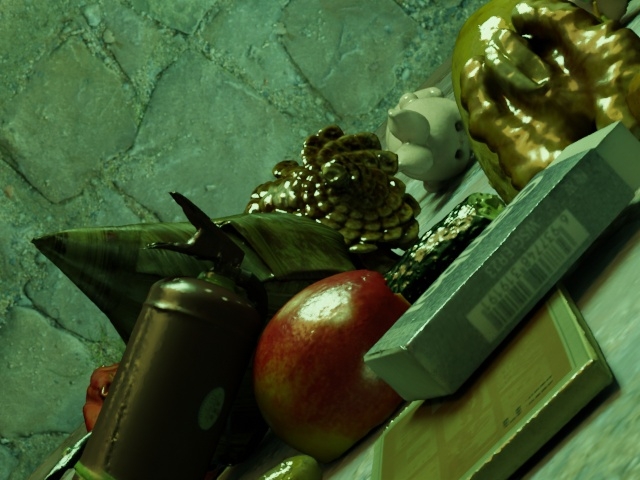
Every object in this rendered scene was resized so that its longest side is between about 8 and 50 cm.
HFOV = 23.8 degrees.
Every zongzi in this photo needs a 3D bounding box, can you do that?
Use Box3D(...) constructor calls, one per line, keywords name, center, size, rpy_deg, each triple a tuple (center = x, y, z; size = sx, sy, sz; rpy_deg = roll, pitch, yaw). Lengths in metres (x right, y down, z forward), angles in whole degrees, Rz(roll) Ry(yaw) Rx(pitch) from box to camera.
Box3D(name="zongzi", center=(-0.145, 0.086, 1.321), size=(0.300, 0.138, 0.286), rpy_deg=(4, -46, -33))

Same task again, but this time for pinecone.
Box3D(name="pinecone", center=(-0.002, -0.001, 1.559), size=(0.212, 0.168, 0.185), rpy_deg=(-40, 10, 46))

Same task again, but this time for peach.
Box3D(name="peach", center=(0.010, 0.093, 1.143), size=(0.151, 0.151, 0.118), rpy_deg=(-46, -39, -10))

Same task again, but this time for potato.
Box3D(name="potato", center=(0.180, -0.131, 1.274), size=(0.178, 0.158, 0.203), rpy_deg=(-43, 2, 16))
Box3D(name="potato", center=(-0.035, 0.188, 1.066), size=(0.046, 0.045, 0.092), rpy_deg=(15, 55, 41))

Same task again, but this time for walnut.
Box3D(name="walnut", center=(0.185, -0.104, 1.134), size=(0.143, 0.170, 0.069), rpy_deg=(-47, -38, 16))

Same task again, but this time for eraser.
Box3D(name="eraser", center=(0.123, 0.015, 0.978), size=(0.212, 0.046, 0.092), rpy_deg=(-45, 4, -16))

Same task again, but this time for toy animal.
Box3D(name="toy animal", center=(0.129, -0.113, 1.762), size=(0.124, 0.124, 0.212), rpy_deg=(-45, 6, 7))

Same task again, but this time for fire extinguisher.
Box3D(name="fire extinguisher", center=(-0.136, 0.137, 1.161), size=(0.105, 0.141, 0.341), rpy_deg=(3, 70, 60))

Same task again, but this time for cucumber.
Box3D(name="cucumber", center=(0.075, 0.044, 1.275), size=(0.214, 0.052, 0.058), rpy_deg=(-45, -24, 17))

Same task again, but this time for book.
Box3D(name="book", center=(0.091, 0.102, 0.888), size=(0.170, 0.018, 0.242), rpy_deg=(-45, 4, 10))

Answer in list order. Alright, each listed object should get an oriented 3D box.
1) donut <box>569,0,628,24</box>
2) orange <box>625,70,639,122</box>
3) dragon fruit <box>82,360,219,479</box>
Box3D(name="donut", center=(0.294, -0.267, 1.755), size=(0.199, 0.085, 0.233), rpy_deg=(-41, 7, 36))
Box3D(name="orange", center=(0.250, -0.108, 1.026), size=(0.086, 0.062, 0.086), rpy_deg=(-46, -10, -10))
Box3D(name="dragon fruit", center=(-0.137, 0.146, 1.601), size=(0.205, 0.152, 0.317), rpy_deg=(-43, 6, 7))
